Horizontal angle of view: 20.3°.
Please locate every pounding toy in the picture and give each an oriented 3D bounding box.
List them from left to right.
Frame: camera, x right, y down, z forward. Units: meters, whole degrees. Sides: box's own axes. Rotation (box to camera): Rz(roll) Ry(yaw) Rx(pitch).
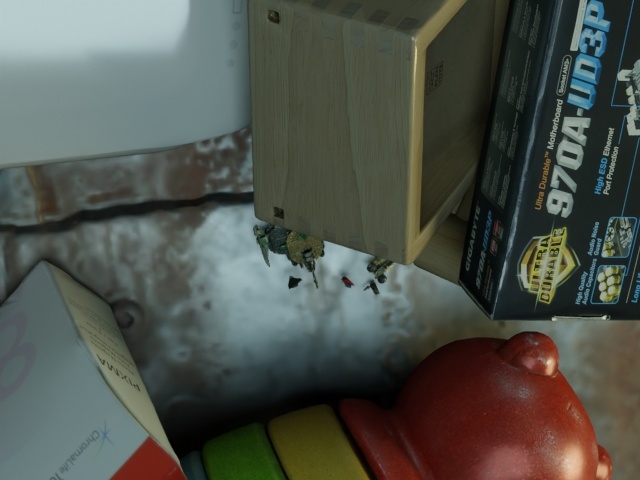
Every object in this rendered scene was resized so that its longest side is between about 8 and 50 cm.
[{"bbox_3d":[0.040,-0.068,0.877,0.094,0.181,0.206,18,133,21],"label":"pounding toy"}]

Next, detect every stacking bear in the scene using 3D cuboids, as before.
[{"bbox_3d":[0.009,0.151,0.926,0.289,0.164,0.175,-30,109,-1],"label":"stacking bear"}]

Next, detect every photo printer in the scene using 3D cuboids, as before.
[{"bbox_3d":[-0.169,-0.154,0.825,0.308,0.107,0.256,-6,109,-4],"label":"photo printer"}]

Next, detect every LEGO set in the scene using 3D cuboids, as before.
[{"bbox_3d":[0.000,0.002,0.944,0.083,0.023,0.054,36,103,-29],"label":"LEGO set"}]

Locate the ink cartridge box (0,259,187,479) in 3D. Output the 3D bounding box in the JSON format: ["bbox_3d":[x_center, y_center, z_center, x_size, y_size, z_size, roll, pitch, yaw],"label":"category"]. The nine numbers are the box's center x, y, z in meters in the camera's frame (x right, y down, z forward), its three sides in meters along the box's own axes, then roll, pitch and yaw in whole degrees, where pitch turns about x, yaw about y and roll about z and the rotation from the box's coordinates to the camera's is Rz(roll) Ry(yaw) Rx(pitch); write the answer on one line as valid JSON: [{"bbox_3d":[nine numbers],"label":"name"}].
[{"bbox_3d":[-0.152,0.141,0.859,0.066,0.232,0.189,37,100,-29],"label":"ink cartridge box"}]

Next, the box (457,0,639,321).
[{"bbox_3d":[0.170,-0.068,0.844,0.175,0.051,0.220,0,114,-18],"label":"box"}]
